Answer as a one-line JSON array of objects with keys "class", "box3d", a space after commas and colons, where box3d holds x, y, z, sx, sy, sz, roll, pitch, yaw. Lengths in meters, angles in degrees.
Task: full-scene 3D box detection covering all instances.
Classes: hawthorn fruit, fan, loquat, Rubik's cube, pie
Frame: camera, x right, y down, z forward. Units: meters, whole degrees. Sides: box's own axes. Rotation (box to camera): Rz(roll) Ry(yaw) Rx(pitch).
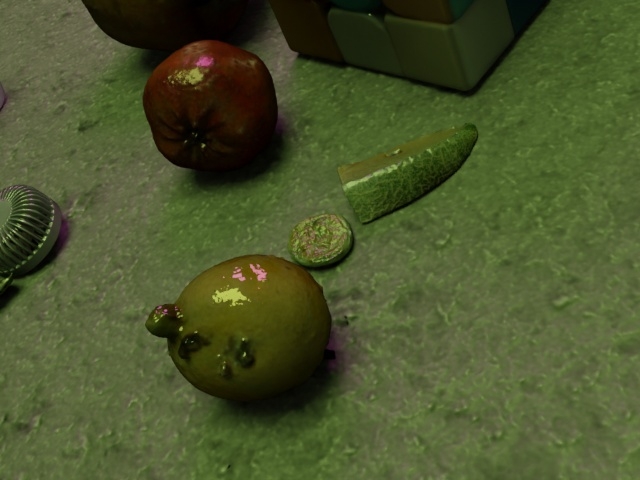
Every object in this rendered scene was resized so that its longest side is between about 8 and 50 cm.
[{"class": "hawthorn fruit", "box3d": [-0.221, -0.429, 1.367, 0.301, 0.267, 0.267, 16, 59, 23]}, {"class": "fan", "box3d": [-0.479, -0.016, 1.263, 0.244, 0.074, 0.130, 1, 63, 34]}, {"class": "loquat", "box3d": [-0.081, 0.090, 0.895, 0.172, 0.205, 0.149, -20, 71, 51]}, {"class": "hawthorn fruit", "box3d": [-0.139, -0.192, 1.180, 0.179, 0.179, 0.200, -1, 42, 25]}, {"class": "Rubik's cube", "box3d": [0.118, -0.458, 1.167, 0.344, 0.346, 0.347, 24, 65, 38]}, {"class": "pie", "box3d": [-0.001, 0.001, 1.042, 0.084, 0.021, 0.084, -11, 48, 12]}]

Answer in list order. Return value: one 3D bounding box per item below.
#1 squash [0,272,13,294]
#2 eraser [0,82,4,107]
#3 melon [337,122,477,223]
[{"class": "squash", "box3d": [-0.562, 0.078, 1.187, 0.252, 0.169, 0.093, -42, 1, -12]}, {"class": "eraser", "box3d": [-0.723, -0.284, 1.536, 0.290, 0.189, 0.104, -4, 53, 24]}, {"class": "melon", "box3d": [0.111, -0.093, 1.064, 0.182, 0.054, 0.098, -21, 30, 8]}]
